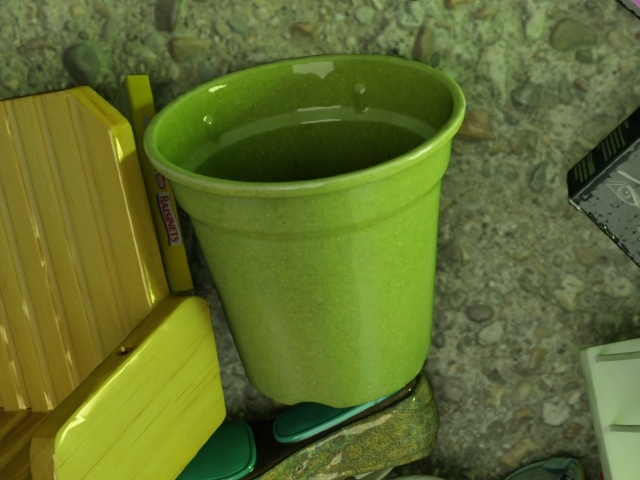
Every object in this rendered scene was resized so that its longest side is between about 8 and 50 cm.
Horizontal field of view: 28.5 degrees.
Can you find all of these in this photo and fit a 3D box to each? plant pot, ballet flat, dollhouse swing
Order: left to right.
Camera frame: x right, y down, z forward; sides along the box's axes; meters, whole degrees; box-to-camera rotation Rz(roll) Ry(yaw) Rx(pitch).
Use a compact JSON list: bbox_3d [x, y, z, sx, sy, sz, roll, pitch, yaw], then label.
[{"bbox_3d":[-0.309,0.079,1.064,0.346,0.315,0.305,-3,119,34],"label":"dollhouse swing"},{"bbox_3d":[-0.044,0.228,1.256,0.348,0.123,0.123,-21,104,3],"label":"ballet flat"},{"bbox_3d":[0.000,0.000,1.132,0.276,0.276,0.254,-2,120,9],"label":"plant pot"}]

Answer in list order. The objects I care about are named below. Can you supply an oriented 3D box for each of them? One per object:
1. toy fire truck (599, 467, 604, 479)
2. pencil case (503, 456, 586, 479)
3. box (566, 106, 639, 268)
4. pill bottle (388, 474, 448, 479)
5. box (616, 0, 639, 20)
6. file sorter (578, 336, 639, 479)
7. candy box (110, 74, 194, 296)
[{"bbox_3d":[0.304,0.276,1.200,0.192,0.135,0.047,33,153,-26],"label":"toy fire truck"},{"bbox_3d":[0.266,0.353,1.266,0.113,0.124,0.273,-17,105,44],"label":"pencil case"},{"bbox_3d":[0.333,-0.048,1.134,0.156,0.093,0.158,44,110,-6],"label":"box"},{"bbox_3d":[0.097,0.357,1.261,0.131,0.131,0.229,4,128,7],"label":"pill bottle"},{"bbox_3d":[0.335,-0.255,1.100,0.116,0.029,0.162,37,108,-4],"label":"box"},{"bbox_3d":[0.374,0.209,1.093,0.192,0.173,0.278,-9,84,-15],"label":"file sorter"},{"bbox_3d":[-0.162,-0.039,1.168,0.027,0.105,0.206,-7,77,-27],"label":"candy box"}]
